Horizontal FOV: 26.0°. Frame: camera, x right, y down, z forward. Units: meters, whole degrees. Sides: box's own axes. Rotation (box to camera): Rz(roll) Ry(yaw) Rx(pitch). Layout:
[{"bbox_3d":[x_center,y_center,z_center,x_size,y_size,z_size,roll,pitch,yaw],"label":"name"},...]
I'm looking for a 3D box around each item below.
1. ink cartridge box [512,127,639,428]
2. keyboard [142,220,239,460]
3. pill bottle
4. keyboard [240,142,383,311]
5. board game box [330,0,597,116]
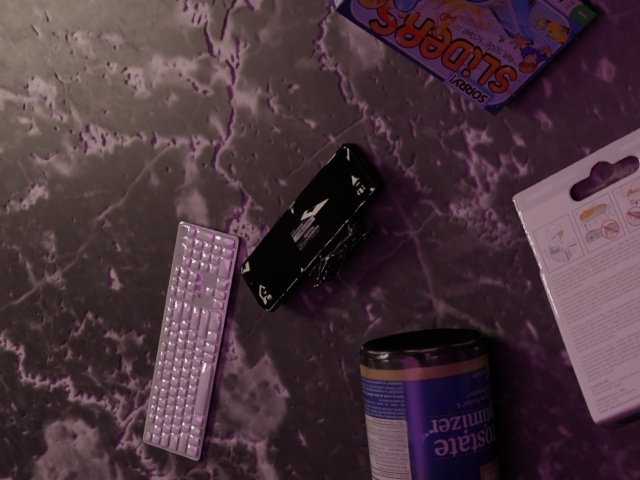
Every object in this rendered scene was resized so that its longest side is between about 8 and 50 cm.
[{"bbox_3d":[0.297,0.027,1.246,0.189,0.066,0.232,-29,62,28],"label":"ink cartridge box"},{"bbox_3d":[-0.140,0.110,1.496,0.072,0.014,0.256,17,105,25],"label":"keyboard"},{"bbox_3d":[0.107,0.200,1.316,0.123,0.123,0.219,-4,95,28],"label":"pill bottle"},{"bbox_3d":[0.000,0.000,1.405,0.192,0.038,0.100,-49,51,25],"label":"keyboard"},{"bbox_3d":[0.126,-0.210,1.224,0.136,0.201,0.035,-46,34,25],"label":"board game box"}]
